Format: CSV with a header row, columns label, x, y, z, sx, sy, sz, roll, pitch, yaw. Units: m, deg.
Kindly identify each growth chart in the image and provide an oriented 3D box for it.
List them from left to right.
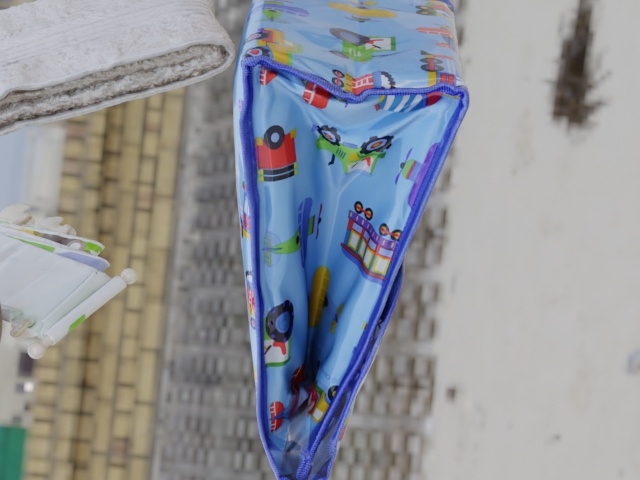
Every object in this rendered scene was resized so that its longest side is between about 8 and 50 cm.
label,x,y,z,sx,sy,sz,roll,pitch,yaw
growth chart,-0.292,0.027,1.659,0.172,0.237,0.021,-36,-45,-40

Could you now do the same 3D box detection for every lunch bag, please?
label,x,y,z,sx,sy,sz,roll,pitch,yaw
lunch bag,0.000,0.000,1.109,0.221,0.138,0.293,-86,5,-68

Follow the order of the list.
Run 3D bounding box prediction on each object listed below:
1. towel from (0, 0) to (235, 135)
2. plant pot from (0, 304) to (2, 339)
label,x,y,z,sx,sy,sz,roll,pitch,yaw
towel,-0.224,-0.165,1.496,0.187,0.282,0.049,-113,8,-57
plant pot,-0.399,0.080,1.533,0.165,0.167,0.167,-24,51,39
